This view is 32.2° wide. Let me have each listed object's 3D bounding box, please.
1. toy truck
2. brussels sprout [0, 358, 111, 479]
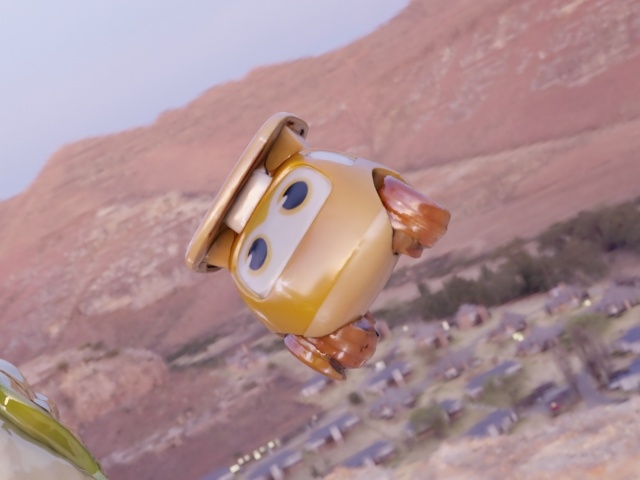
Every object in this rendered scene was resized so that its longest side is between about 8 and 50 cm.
[{"bbox_3d":[0.000,0.000,1.143,0.204,0.212,0.288,-59,-3,7],"label":"toy truck"},{"bbox_3d":[-0.208,0.192,0.577,0.268,0.344,0.344,-42,12,-37],"label":"brussels sprout"}]
